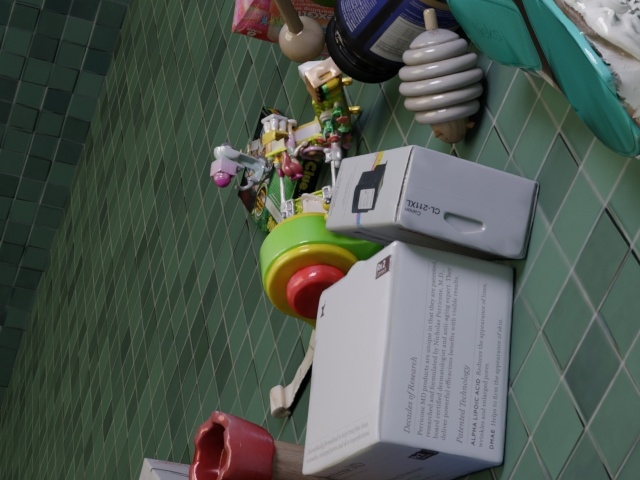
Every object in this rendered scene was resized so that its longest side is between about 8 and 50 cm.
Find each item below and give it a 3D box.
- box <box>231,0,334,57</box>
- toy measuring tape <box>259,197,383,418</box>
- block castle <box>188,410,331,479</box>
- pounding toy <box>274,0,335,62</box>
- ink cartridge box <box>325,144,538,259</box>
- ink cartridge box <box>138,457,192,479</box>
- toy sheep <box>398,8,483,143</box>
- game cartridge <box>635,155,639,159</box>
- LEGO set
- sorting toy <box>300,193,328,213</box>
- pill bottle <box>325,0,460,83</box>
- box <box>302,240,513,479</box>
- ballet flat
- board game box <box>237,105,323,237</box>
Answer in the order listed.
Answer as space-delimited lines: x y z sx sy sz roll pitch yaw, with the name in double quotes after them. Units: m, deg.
-0.007 -0.395 1.900 0.142 0.154 0.300 140 138 -62 "box"
-0.032 0.072 1.724 0.121 0.121 0.330 -98 27 -47 "toy measuring tape"
-0.088 0.410 1.383 0.303 0.212 0.453 -51 35 40 "block castle"
0.056 -0.299 1.698 0.237 0.110 0.183 -46 -23 -15 "pounding toy"
0.098 -0.030 1.382 0.175 0.127 0.072 176 108 -70 "ink cartridge box"
-0.177 0.330 1.997 0.180 0.104 0.060 -156 79 -71 "ink cartridge box"
0.115 -0.157 1.481 0.091 0.091 0.132 -164 56 -72 "toy sheep"
0.243 -0.092 1.170 0.083 0.017 0.056 -128 50 -67 "game cartridge"
-0.014 -0.104 1.791 0.287 0.132 0.107 -34 55 56 "LEGO set"
0.000 0.000 1.798 0.075 0.044 0.083 95 173 -45 "sorting toy"
0.087 -0.247 1.566 0.219 0.122 0.123 138 141 -60 "pill bottle"
0.075 0.116 1.364 0.181 0.119 0.182 141 138 -63 "box"
0.204 -0.179 1.162 0.409 0.147 0.147 -122 48 -67 "ballet flat"
-0.057 -0.083 2.042 0.260 0.030 0.136 -126 53 -67 "board game box"
